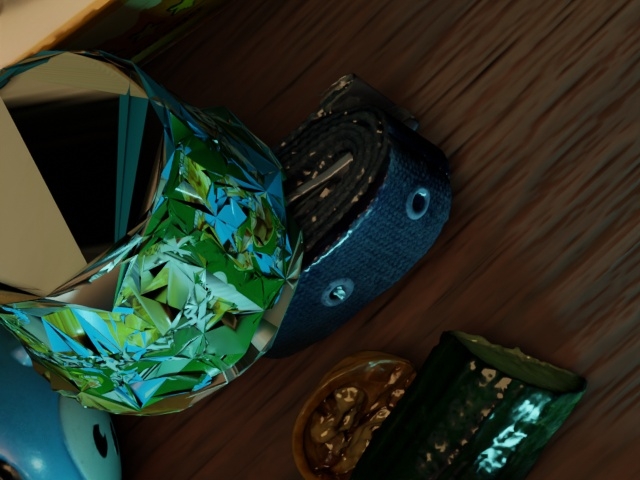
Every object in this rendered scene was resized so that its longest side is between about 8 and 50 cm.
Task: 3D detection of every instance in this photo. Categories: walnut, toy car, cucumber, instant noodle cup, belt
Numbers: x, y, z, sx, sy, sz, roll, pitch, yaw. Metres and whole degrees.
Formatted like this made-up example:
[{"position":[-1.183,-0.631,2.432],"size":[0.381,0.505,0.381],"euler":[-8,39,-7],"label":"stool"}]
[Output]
[{"position":[0.024,0.127,1.430],"size":[0.091,0.052,0.121],"euler":[32,103,-24],"label":"walnut"},{"position":[-0.255,0.126,1.443],"size":[0.255,0.188,0.190],"euler":[32,92,12],"label":"toy car"},{"position":[0.085,0.183,1.398],"size":[0.115,0.063,0.244],"euler":[29,106,-11],"label":"cucumber"},{"position":[-0.147,-0.014,1.294],"size":[0.240,0.178,0.240],"euler":[-8,67,19],"label":"instant noodle cup"},{"position":[-0.001,0.000,1.407],"size":[0.218,0.128,0.122],"euler":[-38,53,15],"label":"belt"}]

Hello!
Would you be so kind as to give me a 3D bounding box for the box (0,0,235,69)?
[{"position":[-0.202,-0.268,1.400],"size":[0.260,0.214,0.283],"euler":[-33,84,11],"label":"box"}]
